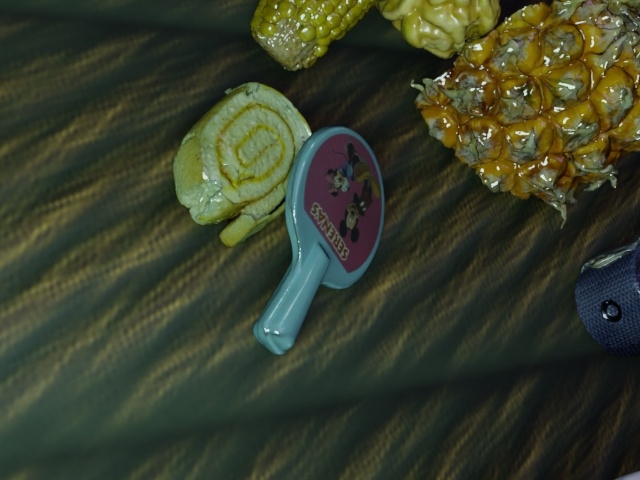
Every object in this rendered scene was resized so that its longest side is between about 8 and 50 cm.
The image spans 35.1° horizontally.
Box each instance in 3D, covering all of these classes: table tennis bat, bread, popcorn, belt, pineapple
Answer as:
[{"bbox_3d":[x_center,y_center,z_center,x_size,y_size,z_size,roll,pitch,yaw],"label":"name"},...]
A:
[{"bbox_3d":[0.000,0.000,0.949,0.153,0.040,0.244,57,47,-38],"label":"table tennis bat"},{"bbox_3d":[-0.072,-0.071,0.934,0.117,0.064,0.156,55,50,-17],"label":"bread"},{"bbox_3d":[0.131,-0.295,1.170,0.140,0.163,0.194,6,61,-17],"label":"popcorn"},{"bbox_3d":[0.411,0.048,1.200,0.230,0.126,0.139,-15,77,-40],"label":"belt"},{"bbox_3d":[0.322,-0.162,1.142,0.344,0.286,0.209,-11,72,-40],"label":"pineapple"}]

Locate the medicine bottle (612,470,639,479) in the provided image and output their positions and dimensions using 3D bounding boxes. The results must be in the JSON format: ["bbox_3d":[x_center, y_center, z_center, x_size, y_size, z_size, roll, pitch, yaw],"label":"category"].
[{"bbox_3d":[0.151,0.300,0.716,0.212,0.325,0.212,18,57,-29],"label":"medicine bottle"}]

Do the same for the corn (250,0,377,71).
[{"bbox_3d":[0.043,-0.320,1.067,0.119,0.119,0.322,41,83,-11],"label":"corn"}]
